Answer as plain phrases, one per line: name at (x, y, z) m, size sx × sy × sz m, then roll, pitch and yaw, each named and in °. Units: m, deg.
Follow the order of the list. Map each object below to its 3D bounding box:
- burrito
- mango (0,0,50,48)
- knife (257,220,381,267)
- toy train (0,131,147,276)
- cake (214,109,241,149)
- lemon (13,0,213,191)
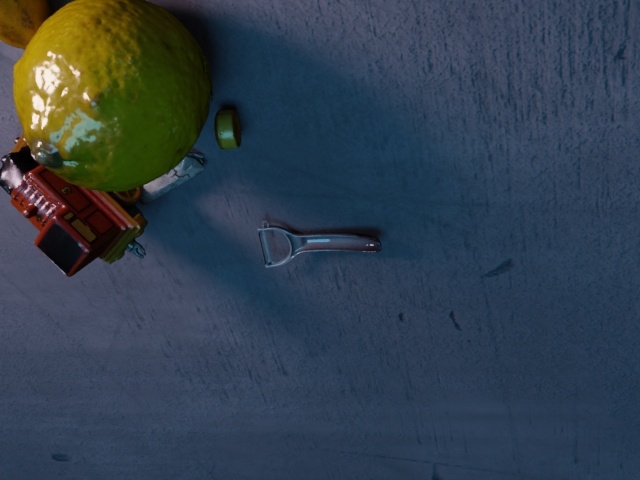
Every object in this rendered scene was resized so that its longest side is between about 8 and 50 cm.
burrito at (-0.339, -0.136, 1.787) m, size 0.203 × 0.064 × 0.064 m, roll -25°, pitch 122°, yaw 29°
mango at (-0.606, -0.487, 1.446) m, size 0.144 × 0.187 × 0.359 m, roll -34°, pitch 134°, yaw -1°
knife at (0.001, -0.001, 1.839) m, size 0.278 × 0.053 × 0.123 m, roll -2°, pitch 126°, yaw 13°
toy train at (-0.525, -0.078, 1.733) m, size 0.369 × 0.231 × 0.163 m, roll 45°, pitch 126°, yaw -4°
cake at (-0.188, -0.224, 1.660) m, size 0.044 × 0.084 × 0.084 m, roll -3°, pitch 131°, yaw 6°
lemon at (-0.379, -0.258, 1.482) m, size 0.350 × 0.387 × 0.350 m, roll 21°, pitch 146°, yaw 15°
